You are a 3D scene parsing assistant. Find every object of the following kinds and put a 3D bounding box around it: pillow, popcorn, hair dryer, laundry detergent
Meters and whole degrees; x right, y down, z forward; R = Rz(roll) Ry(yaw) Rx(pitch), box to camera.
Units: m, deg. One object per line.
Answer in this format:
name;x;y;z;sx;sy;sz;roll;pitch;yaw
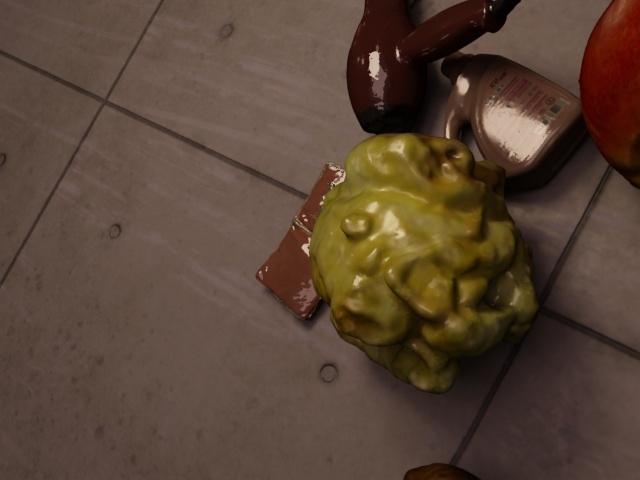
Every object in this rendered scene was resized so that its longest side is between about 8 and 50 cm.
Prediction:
pillow;0.000;0.000;1.081;0.126;0.043;0.232;34;92;33
popcorn;0.129;0.030;0.863;0.312;0.312;0.312;-10;68;26
hair dryer;0.163;-0.327;0.988;0.340;0.123;0.312;-14;69;56
laundry detergent;0.240;-0.172;0.987;0.171;0.076;0.237;-52;55;5

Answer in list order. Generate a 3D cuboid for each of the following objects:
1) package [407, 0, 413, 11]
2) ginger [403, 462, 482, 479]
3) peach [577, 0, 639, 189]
package;0.129;-0.385;1.155;0.059;0.029;0.083;23;94;37
ginger;0.139;0.366;0.735;0.172;0.321;0.165;15;113;14
peach;0.461;-0.216;0.752;0.290;0.372;0.372;31;89;4
